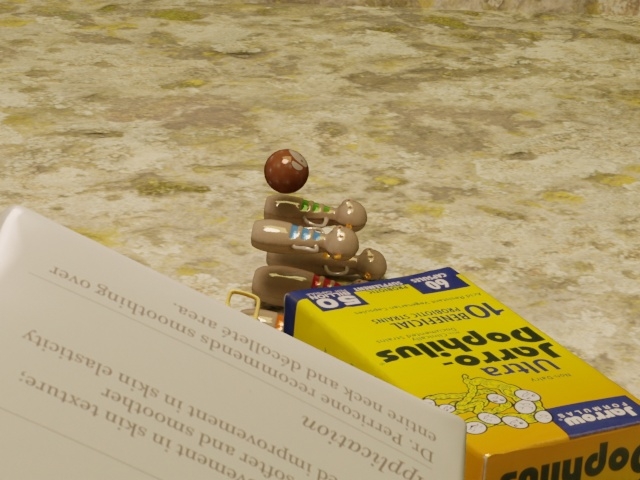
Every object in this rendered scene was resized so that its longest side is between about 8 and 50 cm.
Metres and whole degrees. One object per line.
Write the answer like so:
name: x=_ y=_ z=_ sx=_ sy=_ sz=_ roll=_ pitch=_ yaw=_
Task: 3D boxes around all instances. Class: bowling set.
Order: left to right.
bowling set: x=0.000 y=0.000 z=2.090 sx=0.154 sy=0.200 sz=0.287 roll=7 pitch=26 yaw=5

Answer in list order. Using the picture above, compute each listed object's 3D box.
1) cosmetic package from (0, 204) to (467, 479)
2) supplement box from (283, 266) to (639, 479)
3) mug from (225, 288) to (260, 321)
cosmetic package: x=-0.140 y=0.262 z=0.997 sx=0.329 sy=0.327 sz=0.393 roll=28 pitch=34 yaw=-10
supplement box: x=0.125 y=0.187 z=1.636 sx=0.194 sy=0.195 sz=0.356 roll=-8 pitch=26 yaw=-28
mug: x=-0.095 y=0.100 z=1.978 sx=0.064 sy=0.078 sz=0.062 roll=16 pitch=14 yaw=6
